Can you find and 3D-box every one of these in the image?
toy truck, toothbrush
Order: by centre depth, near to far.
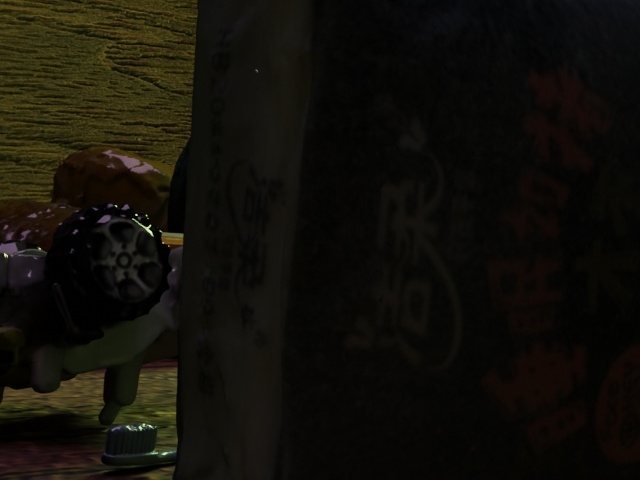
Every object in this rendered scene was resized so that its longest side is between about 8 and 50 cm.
[{"bbox_3d":[-0.162,0.038,0.578,0.285,0.111,0.136,6,-16,-41],"label":"toy truck"},{"bbox_3d":[-0.032,0.093,0.580,0.013,0.019,0.193,4,-1,38],"label":"toothbrush"}]

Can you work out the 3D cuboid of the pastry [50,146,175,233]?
[{"bbox_3d":[-0.204,-0.012,1.552,0.310,0.162,0.255,14,-9,0],"label":"pastry"}]

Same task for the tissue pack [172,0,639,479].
[{"bbox_3d":[0.096,-0.002,0.525,0.315,0.228,0.103,3,2,-35],"label":"tissue pack"}]

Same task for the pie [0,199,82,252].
[{"bbox_3d":[-0.241,0.024,0.831,0.195,0.046,0.195,-2,26,1],"label":"pie"}]

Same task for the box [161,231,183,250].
[{"bbox_3d":[-0.178,0.036,1.019,0.273,0.091,0.221,4,2,11],"label":"box"}]

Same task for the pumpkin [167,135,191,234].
[{"bbox_3d":[-0.046,-0.041,1.303,0.196,0.264,0.293,-8,1,42],"label":"pumpkin"}]
